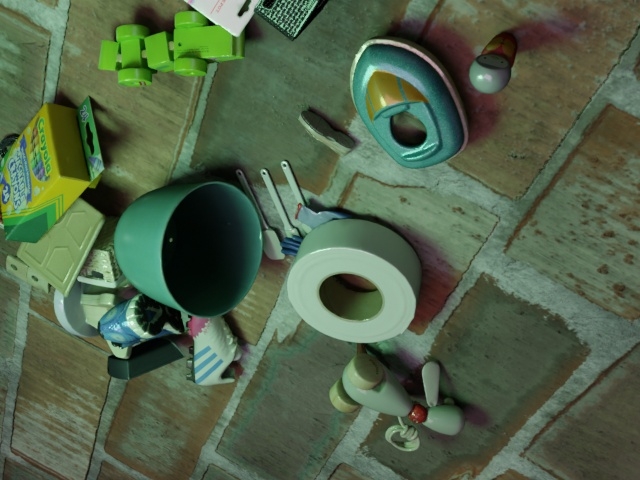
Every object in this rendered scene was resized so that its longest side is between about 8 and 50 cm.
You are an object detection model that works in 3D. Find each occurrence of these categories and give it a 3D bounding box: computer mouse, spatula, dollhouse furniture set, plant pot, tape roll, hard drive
[{"bbox_3d":[-0.820,-0.219,2.073,0.242,0.041,0.071,-11,122,25],"label":"computer mouse"},{"bbox_3d":[-0.091,-0.062,1.850,0.168,0.019,0.242,-6,124,31],"label":"spatula"},{"bbox_3d":[-0.705,0.008,2.131,0.129,0.129,0.183,27,134,5],"label":"dollhouse furniture set"},{"bbox_3d":[-0.312,0.010,1.847,0.235,0.293,0.293,7,130,40],"label":"plant pot"},{"bbox_3d":[0.076,0.092,1.814,0.286,0.100,0.286,8,131,10],"label":"tape roll"},{"bbox_3d":[-0.464,0.306,2.190,0.255,0.172,0.054,-9,100,64],"label":"hard drive"}]

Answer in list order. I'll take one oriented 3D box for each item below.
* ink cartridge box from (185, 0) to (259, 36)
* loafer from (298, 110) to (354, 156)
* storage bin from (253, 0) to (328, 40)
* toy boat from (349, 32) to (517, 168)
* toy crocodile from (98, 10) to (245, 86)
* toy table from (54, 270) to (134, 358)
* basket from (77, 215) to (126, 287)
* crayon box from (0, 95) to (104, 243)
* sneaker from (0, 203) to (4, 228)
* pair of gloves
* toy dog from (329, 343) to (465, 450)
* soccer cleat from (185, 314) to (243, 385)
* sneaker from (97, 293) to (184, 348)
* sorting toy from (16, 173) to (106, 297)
[{"bbox_3d":[-0.193,-0.472,1.513,0.198,0.067,0.115,37,115,-4],"label":"ink cartridge box"},{"bbox_3d":[0.006,-0.209,1.668,0.125,0.045,0.039,33,140,-5],"label":"loafer"},{"bbox_3d":[-0.022,-0.431,1.405,0.084,0.180,0.122,36,133,-6],"label":"storage bin"},{"bbox_3d":[0.196,-0.258,1.461,0.318,0.148,0.267,-23,114,38],"label":"toy boat"},{"bbox_3d":[-0.297,-0.370,1.646,0.341,0.105,0.115,-4,89,23],"label":"toy crocodile"},{"bbox_3d":[-0.527,0.161,2.112,0.161,0.274,0.252,6,90,16],"label":"toy table"},{"bbox_3d":[-0.505,0.023,2.025,0.113,0.167,0.103,9,123,20],"label":"basket"},{"bbox_3d":[-0.616,-0.161,1.883,0.083,0.203,0.323,9,143,-45],"label":"crayon box"},{"bbox_3d":[-0.826,-0.074,2.157,0.225,0.088,0.092,28,143,24],"label":"sneaker"},{"bbox_3d":[0.000,0.000,1.839,0.159,0.023,0.198,23,134,-3],"label":"pair of gloves"},{"bbox_3d":[0.179,0.345,1.991,0.334,0.161,0.220,38,132,-27],"label":"toy dog"},{"bbox_3d":[-0.267,0.239,2.137,0.143,0.116,0.331,3,129,-4],"label":"soccer cleat"},{"bbox_3d":[-0.426,0.180,1.983,0.147,0.330,0.129,-15,84,10],"label":"sneaker"},{"bbox_3d":[-0.578,-0.050,1.948,0.229,0.041,0.307,34,99,33],"label":"sorting toy"}]
